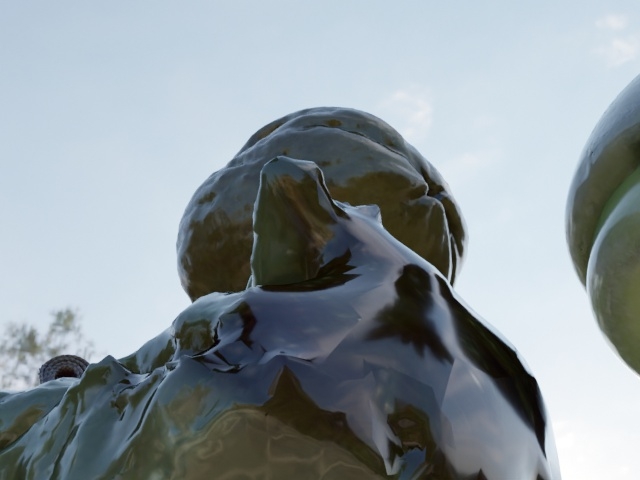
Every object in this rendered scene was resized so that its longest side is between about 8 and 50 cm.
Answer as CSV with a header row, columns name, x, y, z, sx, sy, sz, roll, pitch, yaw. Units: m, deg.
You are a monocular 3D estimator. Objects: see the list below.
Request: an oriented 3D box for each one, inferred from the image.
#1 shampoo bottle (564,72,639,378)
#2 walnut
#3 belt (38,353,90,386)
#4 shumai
name,x,y,z,sx,sy,sz,roll,pitch,yaw
shampoo bottle,0.388,-0.027,0.866,0.322,0.317,0.322,12,-50,14
walnut,0.000,0.000,0.920,0.283,0.283,0.227,-35,-13,32
belt,-0.259,0.216,1.014,0.071,0.232,0.053,-4,-48,-14
shumai,-0.057,0.134,0.455,0.397,0.324,0.323,21,-61,-36
